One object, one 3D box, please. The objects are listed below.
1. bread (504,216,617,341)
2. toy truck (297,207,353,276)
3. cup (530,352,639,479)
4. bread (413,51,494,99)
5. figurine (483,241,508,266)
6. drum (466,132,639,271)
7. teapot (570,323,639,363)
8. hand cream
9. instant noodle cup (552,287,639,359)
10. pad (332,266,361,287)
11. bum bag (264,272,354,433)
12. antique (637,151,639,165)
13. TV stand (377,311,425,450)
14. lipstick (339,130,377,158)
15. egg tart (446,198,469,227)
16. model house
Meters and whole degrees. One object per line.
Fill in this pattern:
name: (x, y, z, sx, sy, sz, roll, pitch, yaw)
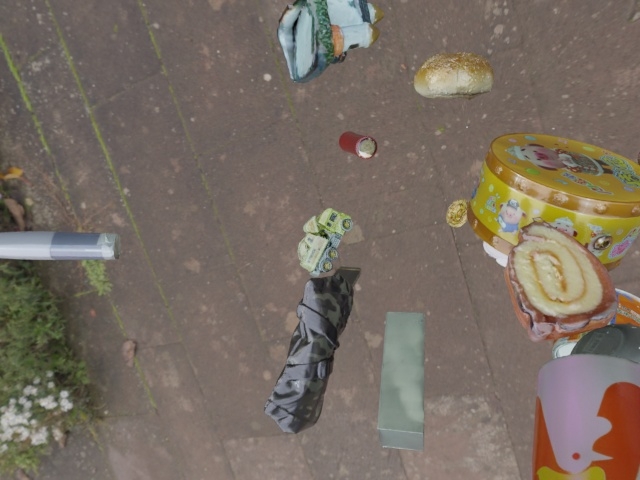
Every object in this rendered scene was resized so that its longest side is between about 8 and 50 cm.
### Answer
bread: (0.464, 0.079, 0.836, 0.190, 0.123, 0.244, -10, 57, 7)
toy truck: (0.000, 0.000, 1.163, 0.116, 0.085, 0.191, 28, 78, -9)
cup: (0.308, 0.280, 0.446, 0.203, 0.288, 0.203, 13, 137, 13)
bread: (0.493, -0.612, 1.556, 0.305, 0.305, 0.159, 8, 116, 17)
figurine: (0.646, -0.049, 1.397, 0.206, 0.315, 0.284, 45, 145, 3)
drum: (0.625, -0.111, 1.117, 0.431, 0.431, 0.214, 16, 125, 14)
teapot: (0.639, 0.299, 0.845, 0.183, 0.183, 0.251, -42, 93, 24)
hand cream: (-0.459, 0.009, 0.667, 0.255, 0.079, 0.048, -1, 81, -14)
instant noodle cup: (0.892, 0.314, 1.342, 0.296, 0.214, 0.296, 25, 145, 18)
pad: (0.006, 0.237, 1.517, 0.063, 0.315, 0.375, 36, 76, -17)
bum bag: (-0.015, 0.223, 0.869, 0.095, 0.144, 0.340, 5, 70, 42)
antique: (0.923, -0.227, 1.142, 0.104, 0.104, 0.104, 5, 106, 18)
TV stand: (0.171, 0.279, 0.866, 0.088, 0.269, 0.083, 1, 131, 14)
lipstick: (0.130, -0.343, 1.502, 0.080, 0.241, 0.080, -4, 109, -11)
egg tart: (0.593, -0.115, 1.790, 0.049, 0.129, 0.129, 17, 116, -31)
model house: (0.056, -0.554, 1.115, 0.291, 0.253, 0.184, -22, 101, -16)
